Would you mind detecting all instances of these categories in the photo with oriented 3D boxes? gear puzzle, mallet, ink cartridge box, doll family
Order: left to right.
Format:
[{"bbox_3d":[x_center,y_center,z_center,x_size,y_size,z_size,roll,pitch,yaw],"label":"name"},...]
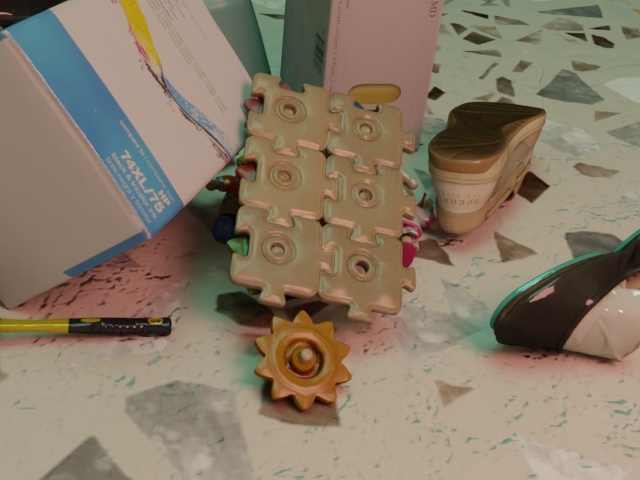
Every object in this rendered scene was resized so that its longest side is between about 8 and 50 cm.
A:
[{"bbox_3d":[-0.224,0.079,0.763,0.189,0.039,0.062,5,32,-10],"label":"mallet"},{"bbox_3d":[-0.214,-0.110,0.839,0.198,0.197,0.270,-23,18,32],"label":"ink cartridge box"},{"bbox_3d":[0.000,0.000,0.822,0.175,0.044,0.339,12,57,-13],"label":"gear puzzle"},{"bbox_3d":[0.008,-0.074,0.960,0.263,0.118,0.163,10,35,2],"label":"doll family"}]

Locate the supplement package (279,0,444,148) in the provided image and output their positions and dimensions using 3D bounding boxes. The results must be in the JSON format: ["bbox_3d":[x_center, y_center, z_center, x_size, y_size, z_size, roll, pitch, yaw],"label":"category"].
[{"bbox_3d":[0.047,-0.273,1.146,0.145,0.262,0.204,-5,35,-16],"label":"supplement package"}]

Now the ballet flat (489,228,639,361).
[{"bbox_3d":[0.282,0.052,0.844,0.280,0.095,0.096,-21,54,-37],"label":"ballet flat"}]

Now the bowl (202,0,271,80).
[{"bbox_3d":[-0.214,-0.298,1.234,0.311,0.163,0.311,5,33,-3],"label":"bowl"}]

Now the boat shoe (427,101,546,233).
[{"bbox_3d":[0.196,-0.096,1.055,0.109,0.098,0.302,9,24,21],"label":"boat shoe"}]

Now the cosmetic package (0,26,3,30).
[{"bbox_3d":[-0.479,-0.400,1.381,0.238,0.127,0.107,-11,37,-28],"label":"cosmetic package"}]

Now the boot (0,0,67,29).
[{"bbox_3d":[-0.367,-0.236,1.019,0.280,0.096,0.264,-26,1,43],"label":"boot"}]
